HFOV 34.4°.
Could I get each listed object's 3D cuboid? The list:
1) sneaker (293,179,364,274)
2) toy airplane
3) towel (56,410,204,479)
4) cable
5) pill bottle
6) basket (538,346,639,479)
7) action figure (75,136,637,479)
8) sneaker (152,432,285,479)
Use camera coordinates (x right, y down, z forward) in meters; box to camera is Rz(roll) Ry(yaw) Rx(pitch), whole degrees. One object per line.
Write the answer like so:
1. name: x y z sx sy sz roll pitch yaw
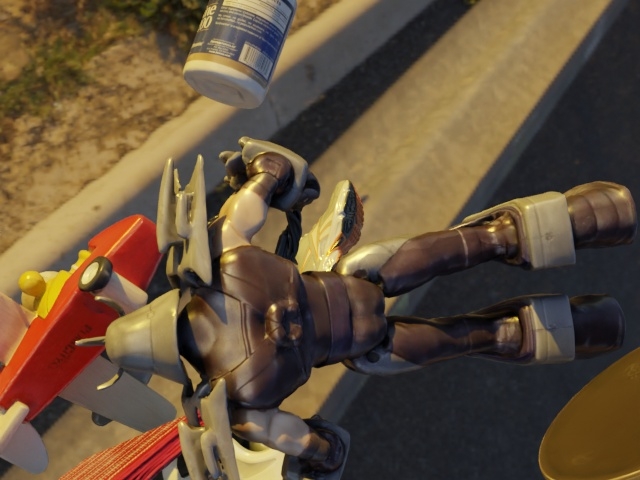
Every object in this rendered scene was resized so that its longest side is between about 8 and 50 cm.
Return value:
1. sneaker: 0.000 0.000 1.915 0.099 0.121 0.262 55 42 -51
2. toy airplane: -0.412 0.150 1.569 0.385 0.272 0.386 -9 117 -18
3. towel: -0.274 0.299 1.292 0.199 0.275 0.031 -34 95 -52
4. cable: -0.094 -0.001 1.657 0.184 0.047 0.150 -32 111 -26
5. pill bottle: -0.058 -0.169 0.806 0.067 0.067 0.120 33 71 -48
6. basket: 0.220 0.160 0.484 0.226 0.204 0.154 54 46 -6
7. action figure: 0.021 0.037 0.522 0.285 0.099 0.185 -6 97 -22
8. sneaker: -0.170 0.351 1.630 0.122 0.331 0.146 17 71 -66
